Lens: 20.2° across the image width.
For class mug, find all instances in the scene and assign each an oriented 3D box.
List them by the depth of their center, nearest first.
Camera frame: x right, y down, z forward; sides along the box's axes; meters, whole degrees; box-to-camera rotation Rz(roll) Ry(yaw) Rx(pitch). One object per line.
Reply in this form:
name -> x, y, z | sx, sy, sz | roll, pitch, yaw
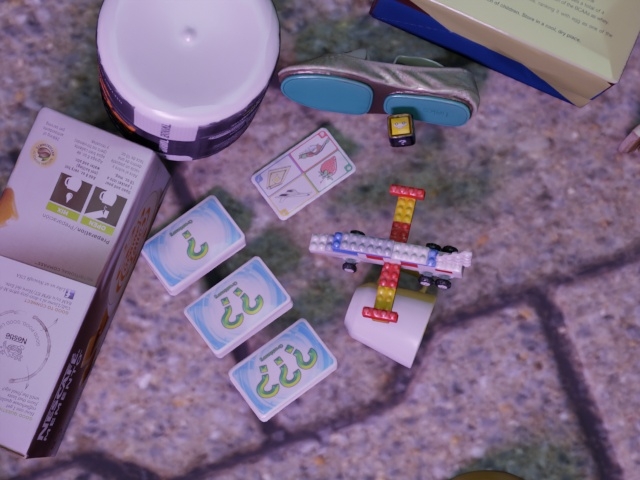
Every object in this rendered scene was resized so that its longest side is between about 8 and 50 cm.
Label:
mug -> 0.056, 0.060, 1.460 | 0.064, 0.078, 0.062 | 20, 117, 5

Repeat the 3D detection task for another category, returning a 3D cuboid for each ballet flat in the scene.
ballet flat -> 0.048, -0.130, 1.476 | 0.168, 0.057, 0.052 | 10, 57, -8

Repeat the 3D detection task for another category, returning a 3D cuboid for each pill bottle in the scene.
pill bottle -> -0.103, -0.130, 1.357 | 0.130, 0.246, 0.130 | 1, 84, -6

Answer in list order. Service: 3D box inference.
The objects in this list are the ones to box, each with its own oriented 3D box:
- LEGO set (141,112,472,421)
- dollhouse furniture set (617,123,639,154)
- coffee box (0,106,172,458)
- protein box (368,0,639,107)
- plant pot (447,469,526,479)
LEGO set -> 0.000, 0.000, 1.428 | 0.244, 0.060, 0.182 | -35, 70, -6
dollhouse furniture set -> 0.339, -0.053, 1.419 | 0.101, 0.161, 0.182 | -40, 79, -6
coffee box -> -0.210, 0.037, 1.385 | 0.098, 0.141, 0.246 | 22, 84, 4
protein box -> 0.173, -0.244, 1.445 | 0.200, 0.136, 0.201 | 24, 85, -2
plant pot -> 0.140, 0.252, 1.427 | 0.134, 0.095, 0.134 | 0, 85, -5
